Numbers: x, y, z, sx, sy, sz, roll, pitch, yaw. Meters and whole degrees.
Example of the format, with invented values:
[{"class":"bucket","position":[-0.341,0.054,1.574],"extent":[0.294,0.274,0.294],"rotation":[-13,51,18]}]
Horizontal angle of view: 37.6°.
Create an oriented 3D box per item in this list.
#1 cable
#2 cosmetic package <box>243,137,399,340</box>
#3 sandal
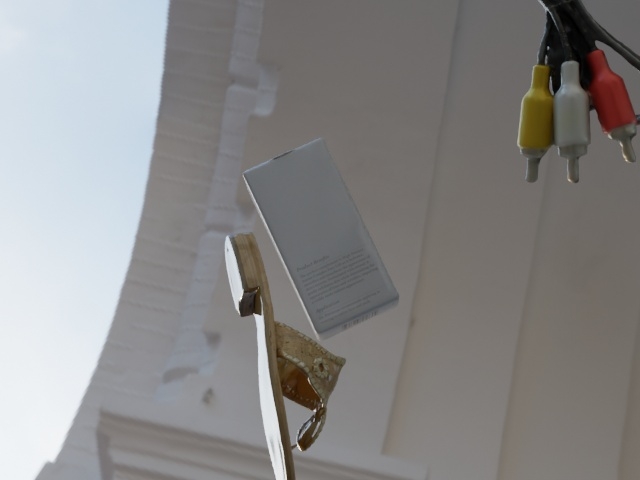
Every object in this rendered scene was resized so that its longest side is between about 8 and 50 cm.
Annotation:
[{"class":"cable","position":[0.236,-0.201,0.887],"extent":[0.140,0.072,0.287],"rotation":[-11,-83,19]},{"class":"cosmetic package","position":[0.000,0.000,1.203],"extent":[0.117,0.085,0.231],"rotation":[-23,-103,-4]},{"class":"sandal","position":[-0.018,0.099,0.810],"extent":[0.079,0.240,0.088],"rotation":[-10,-21,-15]}]
